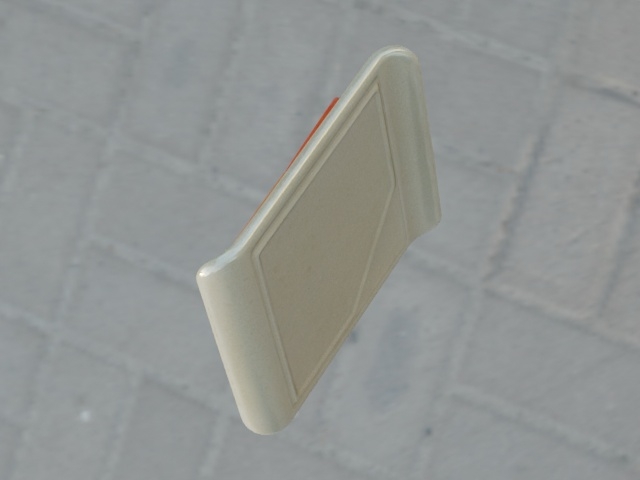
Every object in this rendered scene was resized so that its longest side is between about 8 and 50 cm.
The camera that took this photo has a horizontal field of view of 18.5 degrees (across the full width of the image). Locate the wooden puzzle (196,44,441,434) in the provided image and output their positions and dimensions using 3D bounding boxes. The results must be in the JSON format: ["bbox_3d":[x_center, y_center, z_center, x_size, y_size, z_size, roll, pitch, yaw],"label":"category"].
[{"bbox_3d":[0.000,0.000,1.444,0.044,0.221,0.239,26,62,26],"label":"wooden puzzle"}]
